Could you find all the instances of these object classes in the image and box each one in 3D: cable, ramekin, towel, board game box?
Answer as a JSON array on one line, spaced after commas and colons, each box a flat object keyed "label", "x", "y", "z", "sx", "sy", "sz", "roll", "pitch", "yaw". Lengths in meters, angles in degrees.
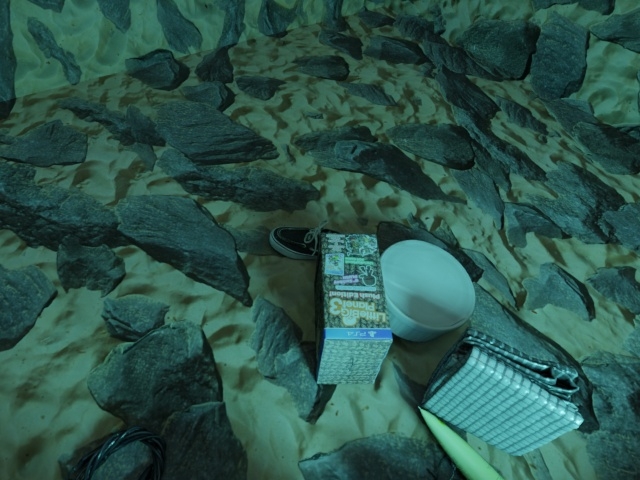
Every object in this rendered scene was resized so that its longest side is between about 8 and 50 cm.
[{"label": "cable", "x": -0.390, "y": 0.460, "z": 0.819, "sx": 0.185, "sy": 0.047, "sz": 0.150, "roll": -27, "pitch": 58, "yaw": -27}, {"label": "ramekin", "x": 0.254, "y": 0.141, "z": 1.098, "sx": 0.273, "sy": 0.127, "sz": 0.272, "roll": 9, "pitch": 50, "yaw": -11}, {"label": "towel", "x": 0.366, "y": 0.316, "z": 0.879, "sx": 0.235, "sy": 0.283, "sz": 0.121, "roll": 27, "pitch": 51, "yaw": 14}, {"label": "board game box", "x": 0.064, "y": 0.164, "z": 1.006, "sx": 0.141, "sy": 0.232, "sz": 0.291, "roll": 2, "pitch": 49, "yaw": -4}]

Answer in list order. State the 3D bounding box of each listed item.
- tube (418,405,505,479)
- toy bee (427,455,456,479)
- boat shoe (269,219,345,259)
[{"label": "tube", "x": 0.298, "y": 0.451, "z": 0.891, "sx": 0.062, "sy": 0.070, "sz": 0.240, "roll": -21, "pitch": 56, "yaw": -42}, {"label": "toy bee", "x": 0.168, "y": 0.531, "z": 0.754, "sx": 0.162, "sy": 0.195, "sz": 0.298, "roll": 23, "pitch": 11, "yaw": -6}, {"label": "boat shoe", "x": -0.001, "y": 0.003, "z": 1.217, "sx": 0.306, "sy": 0.105, "sz": 0.113, "roll": 18, "pitch": 50, "yaw": 8}]
